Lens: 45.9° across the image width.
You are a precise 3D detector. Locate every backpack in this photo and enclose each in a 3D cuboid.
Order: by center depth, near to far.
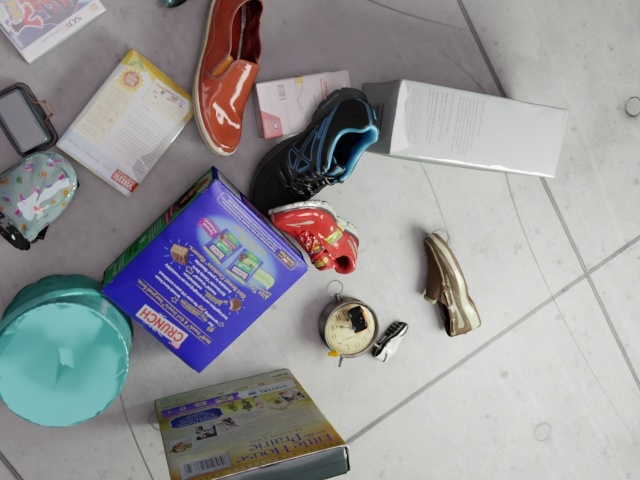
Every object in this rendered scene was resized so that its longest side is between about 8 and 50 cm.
[{"bbox_3d":[-0.542,-0.085,1.427,0.182,0.115,0.152,-42,105,-9],"label":"backpack"}]

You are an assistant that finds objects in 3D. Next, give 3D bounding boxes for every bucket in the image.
[{"bbox_3d":[-0.494,0.211,1.453,0.281,0.183,0.281,-3,100,-16],"label":"bucket"}]

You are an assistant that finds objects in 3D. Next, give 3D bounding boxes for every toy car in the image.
[{"bbox_3d":[0.058,0.198,1.639,0.122,0.060,0.040,-42,152,10],"label":"toy car"}]

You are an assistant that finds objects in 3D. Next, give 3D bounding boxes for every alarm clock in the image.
[{"bbox_3d":[0.056,0.174,1.674,0.129,0.064,0.192,-22,107,-12],"label":"alarm clock"}]

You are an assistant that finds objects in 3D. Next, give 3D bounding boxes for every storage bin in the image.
[{"bbox_3d":[-0.552,-0.226,1.413,0.098,0.091,0.135,-30,107,-10],"label":"storage bin"}]

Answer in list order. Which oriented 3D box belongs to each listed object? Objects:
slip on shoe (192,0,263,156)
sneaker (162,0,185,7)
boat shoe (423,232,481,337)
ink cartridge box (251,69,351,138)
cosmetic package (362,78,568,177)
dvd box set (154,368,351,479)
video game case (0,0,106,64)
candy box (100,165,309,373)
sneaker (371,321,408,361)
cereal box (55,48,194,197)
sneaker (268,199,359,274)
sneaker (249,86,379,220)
[{"bbox_3d":[-0.175,-0.330,1.486,0.123,0.101,0.331,1,99,-53],"label":"slip on shoe"},{"bbox_3d":[-0.217,-0.578,1.447,0.283,0.110,0.122,-40,104,-7],"label":"sneaker"},{"bbox_3d":[0.280,0.111,1.717,0.095,0.095,0.257,-28,106,-4],"label":"boat shoe"},{"bbox_3d":[-0.035,-0.284,1.570,0.198,0.067,0.115,-12,103,-13],"label":"ink cartridge box"},{"bbox_3d":[0.294,-0.233,1.601,0.385,0.217,0.156,5,98,-19],"label":"cosmetic package"},{"bbox_3d":[-0.150,0.371,1.458,0.307,0.420,0.062,-12,102,-15],"label":"dvd box set"},{"bbox_3d":[-0.537,-0.465,1.413,0.183,0.023,0.201,-38,107,-8],"label":"video game case"},{"bbox_3d":[-0.231,0.060,1.515,0.317,0.122,0.268,-43,109,4],"label":"candy box"},{"bbox_3d":[0.164,0.232,1.734,0.109,0.040,0.044,-47,125,-1],"label":"sneaker"},{"bbox_3d":[-0.376,-0.229,1.487,0.173,0.047,0.240,39,87,-19],"label":"cereal box"},{"bbox_3d":[0.000,0.000,1.538,0.279,0.107,0.118,27,55,-50],"label":"sneaker"},{"bbox_3d":[-0.020,-0.151,1.517,0.125,0.140,0.341,26,115,-36],"label":"sneaker"}]
